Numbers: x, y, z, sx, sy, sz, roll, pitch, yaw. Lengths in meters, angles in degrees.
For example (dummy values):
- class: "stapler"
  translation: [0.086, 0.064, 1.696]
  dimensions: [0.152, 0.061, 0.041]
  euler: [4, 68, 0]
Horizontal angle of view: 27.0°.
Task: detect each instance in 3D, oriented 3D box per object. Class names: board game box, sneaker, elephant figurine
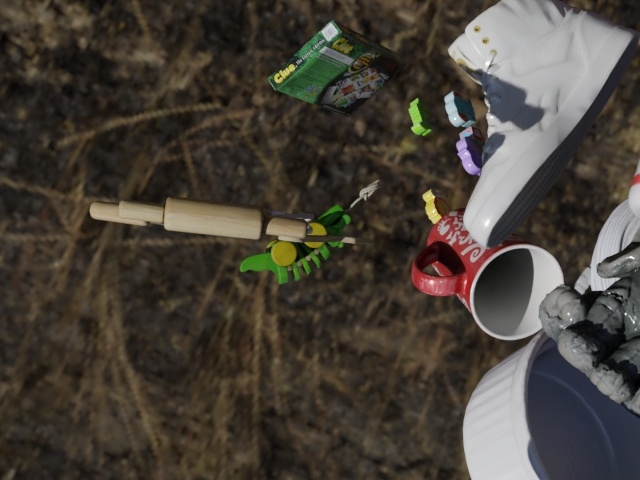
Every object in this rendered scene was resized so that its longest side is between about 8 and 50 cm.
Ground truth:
- class: "board game box"
  translation: [0.031, -0.263, 2.071]
  dimensions: [0.030, 0.136, 0.260]
  euler: [58, -162, 18]
- class: "sneaker"
  translation: [0.195, -0.140, 1.424]
  dimensions: [0.169, 0.292, 0.108]
  euler: [31, 163, 16]
- class: "elephant figurine"
  translation: [0.351, 0.048, 1.319]
  dimensions: [0.169, 0.239, 0.186]
  euler: [36, -170, -26]

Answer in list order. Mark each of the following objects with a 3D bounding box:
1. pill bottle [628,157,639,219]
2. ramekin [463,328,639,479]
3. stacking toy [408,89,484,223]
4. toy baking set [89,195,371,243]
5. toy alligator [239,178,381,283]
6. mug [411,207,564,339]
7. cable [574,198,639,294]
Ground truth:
- class: "pill bottle"
  translation: [0.354, -0.134, 1.025]
  dimensions: [0.161, 0.283, 0.161]
  euler: [19, 175, 2]
- class: "ramekin"
  translation: [0.300, 0.240, 1.571]
  dimensions: [0.277, 0.277, 0.135]
  euler: [32, 141, -18]
- class: "stacking toy"
  translation: [0.199, -0.151, 1.853]
  dimensions: [0.052, 0.221, 0.167]
  euler: [19, 138, -40]
- class: "toy baking set"
  translation: [-0.077, -0.022, 1.224]
  dimensions: [0.256, 0.030, 0.197]
  euler: [6, -177, 0]
- class: "toy alligator"
  translation: [0.000, 0.000, 1.492]
  dimensions: [0.051, 0.190, 0.056]
  euler: [60, 170, -6]
- class: "mug"
  translation: [0.180, 0.022, 1.532]
  dimensions: [0.150, 0.113, 0.169]
  euler: [27, -170, -23]
- class: "cable"
  translation: [0.506, 0.044, 1.863]
  dimensions: [0.257, 0.257, 0.089]
  euler: [27, 166, -7]
